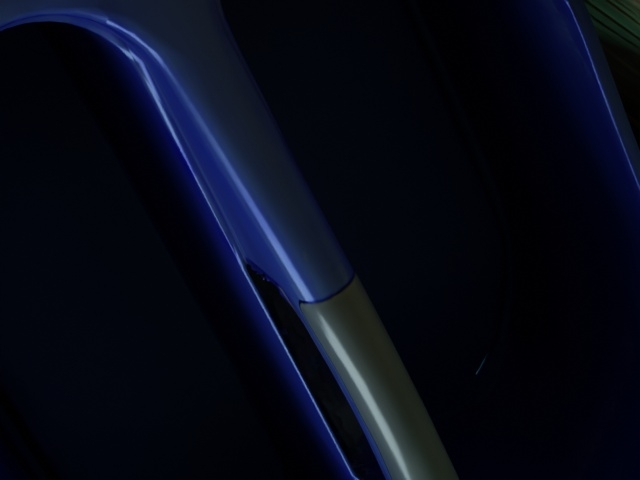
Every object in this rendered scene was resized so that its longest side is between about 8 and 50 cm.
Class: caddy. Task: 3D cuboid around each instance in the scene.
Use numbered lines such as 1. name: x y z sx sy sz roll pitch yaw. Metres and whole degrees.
1. caddy: -0.007 0.023 0.609 0.341 0.241 0.179 63 171 -29

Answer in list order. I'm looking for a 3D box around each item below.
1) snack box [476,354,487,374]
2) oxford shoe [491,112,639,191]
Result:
1. snack box: 0.052 -0.009 1.065 0.322 0.060 0.187 47 -173 36
2. oxford shoe: 0.091 -0.042 0.756 0.212 0.076 0.076 35 149 46
